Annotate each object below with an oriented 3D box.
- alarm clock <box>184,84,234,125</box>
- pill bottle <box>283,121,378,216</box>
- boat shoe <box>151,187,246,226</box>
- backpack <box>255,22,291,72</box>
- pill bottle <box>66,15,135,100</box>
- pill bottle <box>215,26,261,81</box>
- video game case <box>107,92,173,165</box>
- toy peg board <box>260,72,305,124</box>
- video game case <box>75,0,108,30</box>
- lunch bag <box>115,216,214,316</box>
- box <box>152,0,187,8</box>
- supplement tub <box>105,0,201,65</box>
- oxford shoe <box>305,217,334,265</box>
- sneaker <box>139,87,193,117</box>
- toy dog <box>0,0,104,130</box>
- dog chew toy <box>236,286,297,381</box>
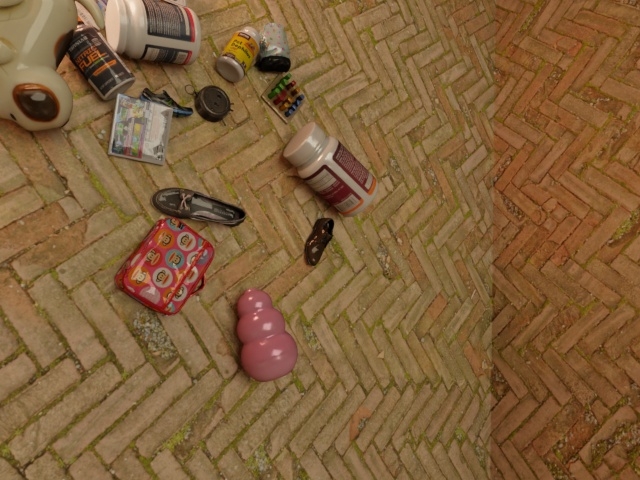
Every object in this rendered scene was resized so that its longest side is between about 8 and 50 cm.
[{"bbox_3d":[-0.422,-0.529,1.681,0.192,0.064,0.129,25,68,-28],"label":"alarm clock"},{"bbox_3d":[0.044,-0.299,1.891,0.392,0.224,0.224,41,61,-26],"label":"pill bottle"},{"bbox_3d":[-0.422,-0.123,1.588,0.335,0.095,0.112,14,74,-35],"label":"boat shoe"},{"bbox_3d":[-0.197,-0.808,1.863,0.151,0.115,0.182,-7,84,-35],"label":"backpack"},{"bbox_3d":[-0.722,-0.584,1.417,0.246,0.130,0.130,53,56,-17],"label":"pill bottle"},{"bbox_3d":[-0.317,-0.740,1.758,0.117,0.117,0.215,36,63,-27],"label":"pill bottle"},{"bbox_3d":[-0.605,-0.371,1.500,0.183,0.023,0.201,7,97,-36],"label":"video game case"},{"bbox_3d":[-0.141,-0.614,1.894,0.160,0.079,0.161,44,60,-23],"label":"toy peg board"},{"bbox_3d":[-0.776,-0.819,1.482,0.212,0.023,0.193,48,58,-20],"label":"video game case"},{"bbox_3d":[-0.499,0.096,1.487,0.258,0.120,0.293,42,61,-29],"label":"lunch bag"},{"bbox_3d":[-0.624,-0.907,1.552,0.290,0.087,0.169,0,78,-42],"label":"box"},{"bbox_3d":[-0.566,-0.712,1.517,0.272,0.191,0.191,-8,87,-38],"label":"supplement tub"},{"bbox_3d":[0.000,0.000,1.889,0.082,0.096,0.227,29,68,-32],"label":"oxford shoe"},{"bbox_3d":[-0.540,-0.489,1.578,0.188,0.067,0.078,13,81,-32],"label":"sneaker"},{"bbox_3d":[-0.822,-0.515,1.251,0.395,0.284,0.408,-5,96,-29],"label":"toy dog"},{"bbox_3d":[-0.210,0.334,1.618,0.206,0.206,0.332,-14,82,-38],"label":"dog chew toy"}]
